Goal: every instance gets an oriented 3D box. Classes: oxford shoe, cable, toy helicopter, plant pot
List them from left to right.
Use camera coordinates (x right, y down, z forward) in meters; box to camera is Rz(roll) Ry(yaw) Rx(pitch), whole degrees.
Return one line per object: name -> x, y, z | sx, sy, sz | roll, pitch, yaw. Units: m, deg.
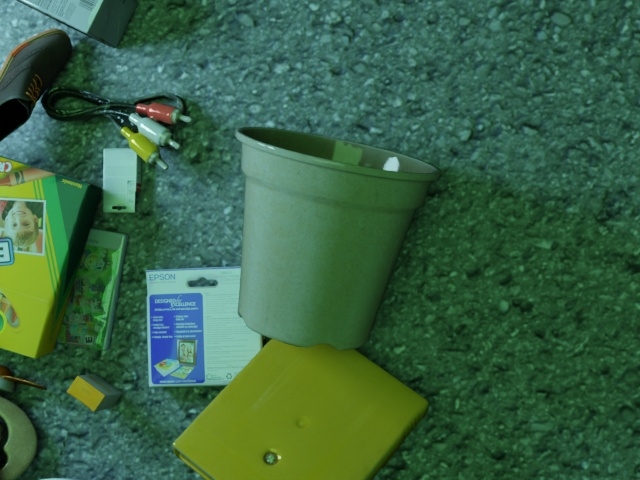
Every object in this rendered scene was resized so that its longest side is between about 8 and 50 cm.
toy helicopter -> -0.647, 0.282, 1.865 | 0.355, 0.140, 0.235 | 40, 71, -4
oxford shoe -> -0.515, -0.259, 1.854 | 0.098, 0.097, 0.271 | 23, 67, 35
cable -> -0.355, -0.234, 1.875 | 0.287, 0.072, 0.139 | 25, 79, 10
plant pot -> 0.000, 0.000, 1.717 | 0.334, 0.334, 0.305 | 13, 102, 9

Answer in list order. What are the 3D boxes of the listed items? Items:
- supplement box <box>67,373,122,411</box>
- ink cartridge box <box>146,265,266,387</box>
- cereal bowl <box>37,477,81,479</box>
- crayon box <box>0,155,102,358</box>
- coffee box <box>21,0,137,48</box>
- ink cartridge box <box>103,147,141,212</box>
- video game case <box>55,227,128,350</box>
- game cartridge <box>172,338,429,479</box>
supplement box -> -0.393, 0.265, 1.851 | 0.062, 0.098, 0.036 | 34, 90, 9
ink cartridge box -> -0.198, 0.150, 1.853 | 0.206, 0.045, 0.208 | -2, 90, 8
cereal bowl -> -0.434, 0.578, 1.812 | 0.339, 0.141, 0.339 | -2, 76, 8
crayon box -> -0.605, 0.001, 1.848 | 0.363, 0.106, 0.313 | 17, 89, 2
coffee box -> -0.467, -0.443, 1.866 | 0.246, 0.141, 0.098 | 27, 93, 9
ink cartridge box -> -0.354, -0.106, 1.894 | 0.063, 0.029, 0.115 | 1, 89, 7
video game case -> -0.455, 0.077, 1.905 | 0.193, 0.023, 0.212 | 10, 90, 9
game cartridge -> -0.029, 0.306, 1.728 | 0.285, 0.053, 0.323 | 34, 61, 22
